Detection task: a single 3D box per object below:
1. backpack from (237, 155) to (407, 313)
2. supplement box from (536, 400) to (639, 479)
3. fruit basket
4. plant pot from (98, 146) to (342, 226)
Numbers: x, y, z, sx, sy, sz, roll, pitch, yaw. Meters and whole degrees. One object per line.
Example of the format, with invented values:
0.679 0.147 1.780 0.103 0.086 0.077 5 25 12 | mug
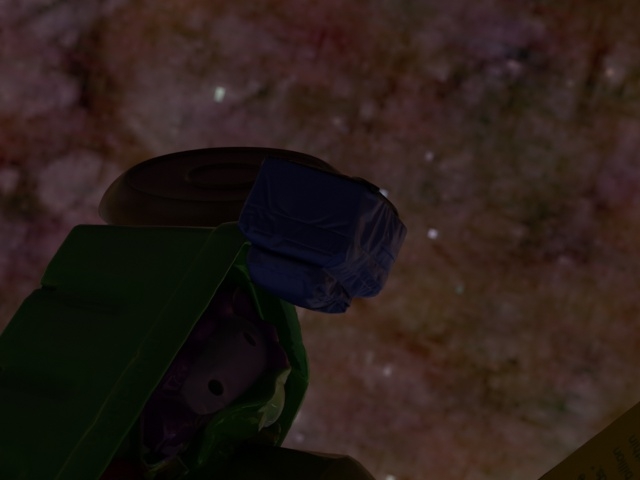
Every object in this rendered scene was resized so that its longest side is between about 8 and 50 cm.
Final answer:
0.000 0.000 1.315 0.098 0.101 0.120 24 177 23 | backpack
0.200 0.203 0.834 0.194 0.356 0.195 35 -157 -37 | supplement box
-0.081 0.199 1.365 0.392 0.283 0.392 -6 -128 7 | fruit basket
-0.084 -0.047 1.641 0.236 0.032 0.236 -2 -162 1 | plant pot
